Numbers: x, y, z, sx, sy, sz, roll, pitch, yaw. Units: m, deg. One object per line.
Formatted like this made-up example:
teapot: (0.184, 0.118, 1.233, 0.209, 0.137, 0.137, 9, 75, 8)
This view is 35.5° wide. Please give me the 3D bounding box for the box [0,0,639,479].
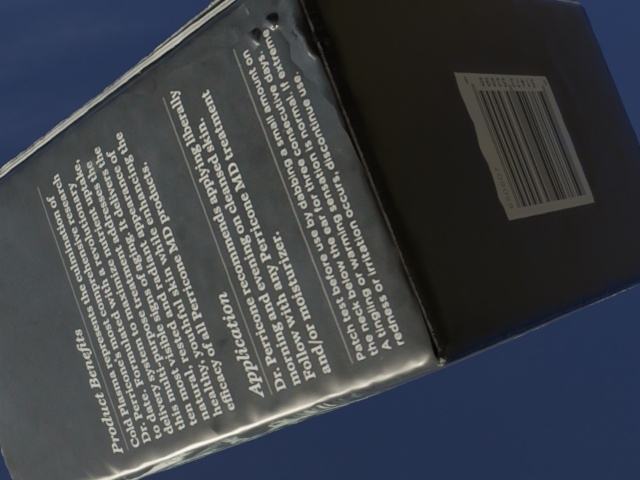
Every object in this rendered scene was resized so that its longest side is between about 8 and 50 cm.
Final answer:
box: (0.000, 0.000, 0.926, 0.480, 0.471, 0.297, -11, -101, -52)
